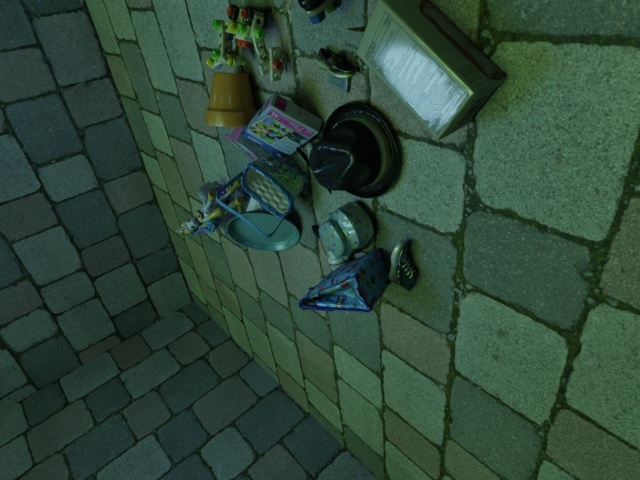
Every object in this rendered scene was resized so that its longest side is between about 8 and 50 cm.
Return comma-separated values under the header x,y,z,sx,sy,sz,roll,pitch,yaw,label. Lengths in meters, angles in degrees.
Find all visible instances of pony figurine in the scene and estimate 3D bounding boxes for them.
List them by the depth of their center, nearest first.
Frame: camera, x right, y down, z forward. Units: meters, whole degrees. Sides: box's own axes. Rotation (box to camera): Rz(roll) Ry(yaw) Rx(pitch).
x,y,z,sx,sy,sz,roll,pitch,yaw,label
-0.501,-0.162,2.089,0.363,0.351,0.303,-30,95,41,pony figurine

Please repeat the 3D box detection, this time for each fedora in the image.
x,y,z,sx,sy,sz,roll,pitch,yaw,label
0.074,-0.245,1.301,0.334,0.152,0.334,36,143,34,fedora

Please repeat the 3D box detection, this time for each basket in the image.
x,y,z,sx,sy,sz,roll,pitch,yaw,label
-0.212,-0.180,1.609,0.254,0.289,0.201,36,156,1,basket

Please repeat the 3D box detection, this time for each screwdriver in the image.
x,y,z,sx,sy,sz,roll,pitch,yaw,label
0.000,0.000,1.694,0.024,0.025,0.170,-44,49,20,screwdriver

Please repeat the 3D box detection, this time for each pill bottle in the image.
x,y,z,sx,sy,sz,roll,pitch,yaw,label
0.079,0.095,1.653,0.086,0.086,0.152,7,121,53,pill bottle

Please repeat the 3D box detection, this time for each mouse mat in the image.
x,y,z,sx,sy,sz,roll,pitch,yaw,label
-0.020,-0.241,1.462,0.190,0.007,0.153,52,-171,-14,mouse mat

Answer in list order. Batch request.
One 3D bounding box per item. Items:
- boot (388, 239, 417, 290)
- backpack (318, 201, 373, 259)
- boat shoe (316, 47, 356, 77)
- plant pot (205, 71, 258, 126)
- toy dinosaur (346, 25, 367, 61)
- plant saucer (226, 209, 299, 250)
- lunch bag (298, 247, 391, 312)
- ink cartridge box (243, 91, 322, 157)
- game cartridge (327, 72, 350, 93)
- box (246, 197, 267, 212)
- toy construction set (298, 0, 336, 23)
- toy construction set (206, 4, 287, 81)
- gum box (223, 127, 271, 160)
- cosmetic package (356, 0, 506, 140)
x,y,z,sx,sy,sz,roll,pitch,yaw,label
0.276,0.082,1.384,0.086,0.069,0.190,32,149,27,boot
0.090,-0.034,1.473,0.166,0.144,0.188,59,147,12,backpack
0.041,-0.505,1.220,0.152,0.056,0.049,37,148,33,boat shoe
-0.338,-0.537,1.631,0.205,0.205,0.188,23,119,45,plant pot
0.122,-0.496,1.046,0.064,0.112,0.211,36,-177,4,toy dinosaur
-0.247,-0.046,1.871,0.318,0.317,0.044,125,152,-57,plant saucer
0.069,0.154,1.493,0.293,0.221,0.138,-15,104,35,lunch bag
-0.148,-0.383,1.501,0.185,0.065,0.311,24,162,-24,ink cartridge box
0.054,-0.475,1.266,0.083,0.017,0.056,40,148,29,game cartridge
-0.253,-0.132,1.916,0.103,0.114,0.203,52,148,11,box
0.030,-0.684,0.969,0.237,0.258,0.309,-19,125,16,toy construction set
-0.253,-0.653,1.430,0.327,0.151,0.215,28,113,30,toy construction set
-0.278,-0.376,1.708,0.107,0.062,0.188,24,172,46,gum box
0.238,-0.393,0.959,0.296,0.129,0.153,52,150,11,cosmetic package
